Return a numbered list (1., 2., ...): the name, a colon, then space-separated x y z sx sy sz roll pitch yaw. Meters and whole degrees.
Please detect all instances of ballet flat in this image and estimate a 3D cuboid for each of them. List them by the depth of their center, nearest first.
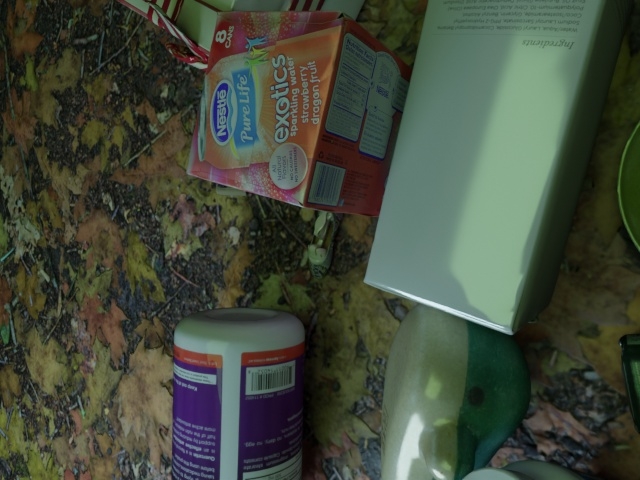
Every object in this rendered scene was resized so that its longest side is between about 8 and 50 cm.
1. ballet flat: 0.000 0.000 0.689 0.041 0.041 0.115 21 101 31

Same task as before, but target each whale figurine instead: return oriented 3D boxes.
1. whale figurine: 0.139 0.204 0.523 0.141 0.216 0.272 10 89 1

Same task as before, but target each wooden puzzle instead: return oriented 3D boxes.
1. wooden puzzle: -0.147 -0.111 0.798 0.116 0.014 0.079 -2 89 32

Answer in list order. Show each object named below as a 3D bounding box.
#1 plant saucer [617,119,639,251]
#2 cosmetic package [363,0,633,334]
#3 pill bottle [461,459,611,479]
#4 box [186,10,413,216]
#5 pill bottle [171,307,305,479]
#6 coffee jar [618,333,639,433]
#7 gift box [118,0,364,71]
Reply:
1. plant saucer: 0.407 -0.053 0.433 0.240 0.037 0.241 0 90 33
2. cosmetic package: 0.187 -0.114 0.481 0.155 0.197 0.366 18 98 31
3. pill bottle: 0.218 0.267 0.428 0.124 0.221 0.124 -36 41 39
4. box: 0.026 -0.113 0.519 0.142 0.299 0.154 18 100 31
5. pill bottle: -0.114 0.264 0.677 0.181 0.181 0.323 2 91 32
6. coffee jar: 0.376 0.125 0.426 0.184 0.079 0.096 -11 82 33
7. gift box: -0.113 -0.343 0.632 0.255 0.276 0.258 38 111 32
